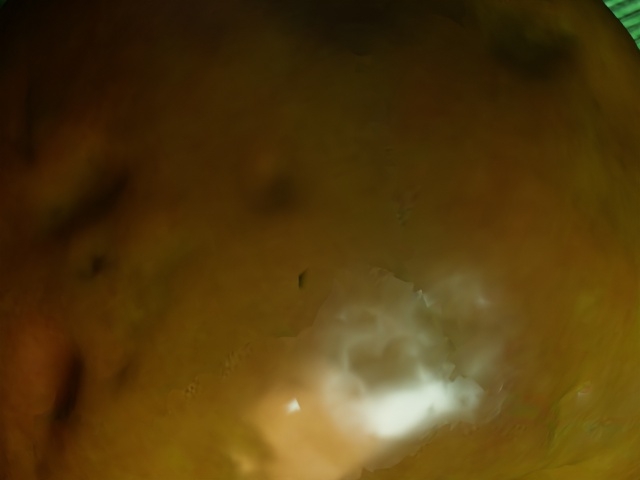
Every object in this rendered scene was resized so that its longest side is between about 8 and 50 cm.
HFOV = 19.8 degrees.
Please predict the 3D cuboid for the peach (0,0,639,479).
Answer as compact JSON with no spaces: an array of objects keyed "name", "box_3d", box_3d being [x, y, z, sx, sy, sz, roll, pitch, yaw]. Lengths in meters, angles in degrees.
[{"name":"peach","box_3d":[0.000,0.000,0.802,0.343,0.301,0.343,-19,151,-11]}]
